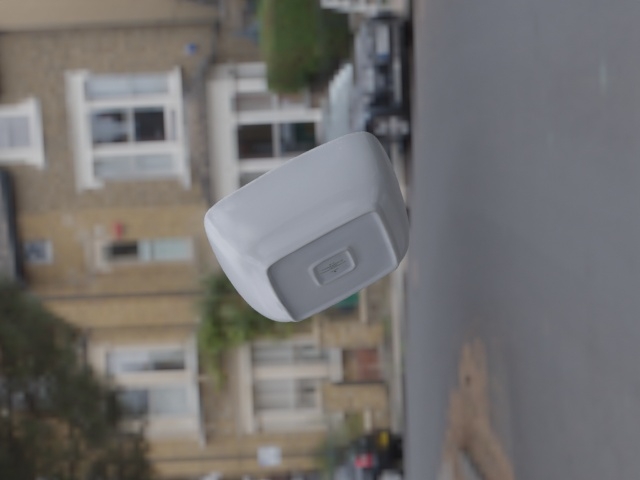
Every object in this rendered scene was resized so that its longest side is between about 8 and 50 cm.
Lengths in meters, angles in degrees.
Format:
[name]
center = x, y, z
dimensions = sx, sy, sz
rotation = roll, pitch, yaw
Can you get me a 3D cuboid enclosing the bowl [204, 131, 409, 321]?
[bowl]
center = 0.000, 0.000, 1.237
dimensions = 0.053, 0.142, 0.142
rotation = 60, 176, 32
